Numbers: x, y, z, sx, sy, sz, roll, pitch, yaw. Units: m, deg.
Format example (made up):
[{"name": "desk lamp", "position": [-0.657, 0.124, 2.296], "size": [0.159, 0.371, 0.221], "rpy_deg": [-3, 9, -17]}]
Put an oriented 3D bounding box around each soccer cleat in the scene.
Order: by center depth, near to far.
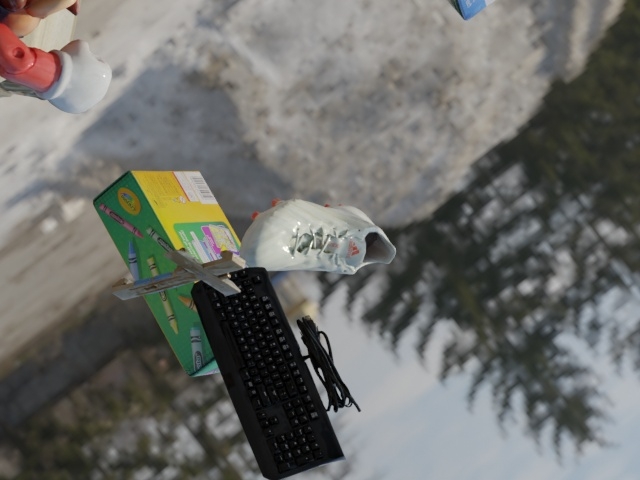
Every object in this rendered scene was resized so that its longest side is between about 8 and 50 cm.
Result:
[{"name": "soccer cleat", "position": [0.000, 0.000, 1.470], "size": [0.196, 0.076, 0.068], "rpy_deg": [-7, 125, -56]}]

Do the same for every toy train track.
[{"name": "toy train track", "position": [-0.072, 0.015, 0.795], "size": [0.083, 0.048, 0.014], "rpy_deg": [-15, -126, 35]}]

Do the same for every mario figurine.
[{"name": "mario figurine", "position": [-0.300, -0.160, 1.266], "size": [0.320, 0.198, 0.170], "rpy_deg": [-42, -148, -28]}]

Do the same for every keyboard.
[{"name": "keyboard", "position": [-0.033, 0.099, 1.319], "size": [0.100, 0.192, 0.038], "rpy_deg": [-16, 156, -18]}]

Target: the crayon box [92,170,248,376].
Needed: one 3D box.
[{"name": "crayon box", "position": [-0.170, 0.039, 2.114], "size": [0.081, 0.278, 0.165], "rpy_deg": [-37, 164, 25]}]

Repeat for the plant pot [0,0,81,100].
[{"name": "plant pot", "position": [-0.347, -0.298, 1.520], "size": [0.333, 0.306, 0.334], "rpy_deg": [6, -179, 0]}]

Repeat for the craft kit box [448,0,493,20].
[{"name": "craft kit box", "position": [0.151, -0.263, 0.923], "size": [0.246, 0.061, 0.250], "rpy_deg": [-35, 162, 2]}]
